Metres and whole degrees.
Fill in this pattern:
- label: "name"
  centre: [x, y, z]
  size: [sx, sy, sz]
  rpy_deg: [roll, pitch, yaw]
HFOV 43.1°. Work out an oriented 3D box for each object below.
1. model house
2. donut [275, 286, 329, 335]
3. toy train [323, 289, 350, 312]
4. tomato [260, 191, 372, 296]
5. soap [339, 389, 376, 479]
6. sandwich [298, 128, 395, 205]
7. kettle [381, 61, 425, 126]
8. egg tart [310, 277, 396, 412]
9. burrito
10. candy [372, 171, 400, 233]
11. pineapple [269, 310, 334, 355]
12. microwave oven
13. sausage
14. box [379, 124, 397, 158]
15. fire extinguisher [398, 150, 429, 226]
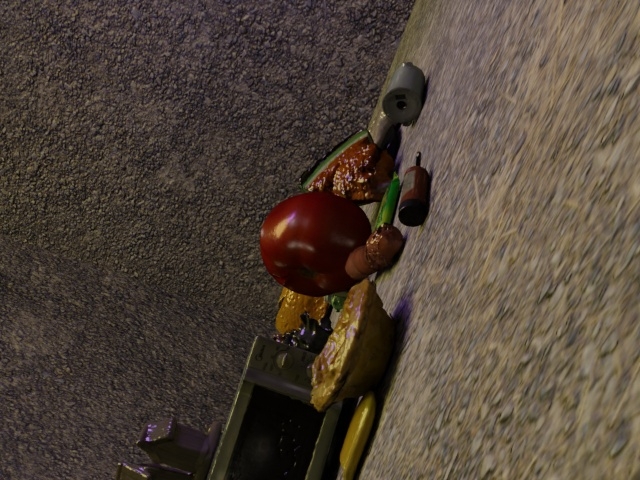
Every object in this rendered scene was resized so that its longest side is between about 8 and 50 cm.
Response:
- label: "model house"
  centre: [-0.299, 0.449, 1.570]
  size: [0.122, 0.188, 0.229]
  rpy_deg: [-133, 59, -69]
- label: "donut"
  centre: [-0.031, 0.139, 2.776]
  size: [0.435, 0.163, 0.377]
  rpy_deg: [-82, 12, -80]
- label: "toy train"
  centre: [0.050, 0.126, 2.236]
  size: [0.194, 0.081, 0.125]
  rpy_deg: [-98, 16, -78]
- label: "tomato"
  centre: [0.000, 0.000, 2.026]
  size: [0.298, 0.298, 0.226]
  rpy_deg: [112, 176, -55]
- label: "soap"
  centre: [0.054, 0.315, 1.263]
  size: [0.089, 0.033, 0.168]
  rpy_deg: [-32, -40, -85]
- label: "sandwich"
  centre: [0.108, -0.160, 2.143]
  size: [0.250, 0.162, 0.301]
  rpy_deg: [-45, 26, -7]
- label: "kettle"
  centre: [0.222, -0.365, 2.049]
  size: [0.098, 0.127, 0.148]
  rpy_deg: [-31, 24, 32]
- label: "egg tart"
  centre: [0.059, 0.179, 1.335]
  size: [0.241, 0.106, 0.241]
  rpy_deg: [-158, 90, -88]
- label: "burrito"
  centre: [0.194, -0.355, 2.410]
  size: [0.117, 0.076, 0.392]
  rpy_deg: [-58, -5, -43]
- label: "candy"
  centre: [0.150, -0.062, 1.873]
  size: [0.102, 0.032, 0.178]
  rpy_deg: [113, 175, -60]
- label: "pineapple"
  centre: [-0.055, 0.297, 2.031]
  size: [0.223, 0.223, 0.357]
  rpy_deg: [-75, 12, -48]
- label: "microwave oven"
  centre: [-0.083, 0.397, 1.553]
  size: [0.286, 0.218, 0.355]
  rpy_deg: [112, 175, -70]
- label: "sausage"
  centre: [0.110, 0.030, 1.679]
  size: [0.304, 0.078, 0.078]
  rpy_deg: [125, 163, -76]
- label: "box"
  centre: [0.177, -0.222, 2.316]
  size: [0.201, 0.042, 0.212]
  rpy_deg: [-77, 7, -65]
- label: "fire extinguisher"
  centre: [0.173, -0.096, 1.478]
  size: [0.177, 0.050, 0.062]
  rpy_deg: [-76, -14, -52]
